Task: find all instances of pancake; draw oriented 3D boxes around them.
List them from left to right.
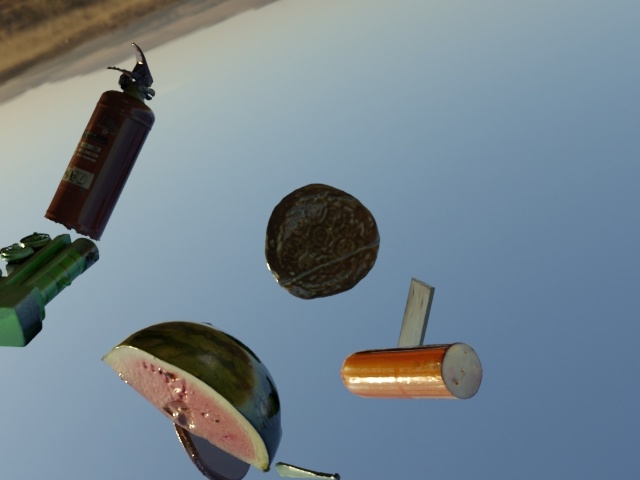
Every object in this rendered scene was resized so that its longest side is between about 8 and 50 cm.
[{"bbox_3d":[0.000,0.000,1.816,0.250,0.250,0.031,-23,179,1],"label":"pancake"}]

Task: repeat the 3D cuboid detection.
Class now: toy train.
[{"bbox_3d":[-0.385,0.058,1.129,0.119,0.085,0.251,0,-156,15],"label":"toy train"}]

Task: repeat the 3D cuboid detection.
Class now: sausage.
[{"bbox_3d":[0.134,0.226,1.460,0.093,0.093,0.312,-35,-168,-34],"label":"sausage"}]

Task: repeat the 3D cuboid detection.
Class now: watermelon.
[{"bbox_3d":[-0.163,0.188,1.246,0.128,0.303,0.159,-53,171,-39],"label":"watermelon"}]

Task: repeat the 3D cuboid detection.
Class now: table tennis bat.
[{"bbox_3d":[-0.247,0.358,1.937,0.051,0.268,0.415,-30,-135,18],"label":"table tennis bat"}]

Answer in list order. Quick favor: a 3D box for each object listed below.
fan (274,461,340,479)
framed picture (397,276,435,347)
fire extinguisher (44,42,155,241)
[{"bbox_3d":[-0.026,0.487,1.787,0.193,0.038,0.016,-8,-156,48],"label":"fan"},{"bbox_3d":[0.187,0.182,1.730,0.010,0.201,0.136,11,-176,-12],"label":"framed picture"},{"bbox_3d":[-0.370,-0.174,1.476,0.106,0.337,0.147,22,177,15],"label":"fire extinguisher"}]
